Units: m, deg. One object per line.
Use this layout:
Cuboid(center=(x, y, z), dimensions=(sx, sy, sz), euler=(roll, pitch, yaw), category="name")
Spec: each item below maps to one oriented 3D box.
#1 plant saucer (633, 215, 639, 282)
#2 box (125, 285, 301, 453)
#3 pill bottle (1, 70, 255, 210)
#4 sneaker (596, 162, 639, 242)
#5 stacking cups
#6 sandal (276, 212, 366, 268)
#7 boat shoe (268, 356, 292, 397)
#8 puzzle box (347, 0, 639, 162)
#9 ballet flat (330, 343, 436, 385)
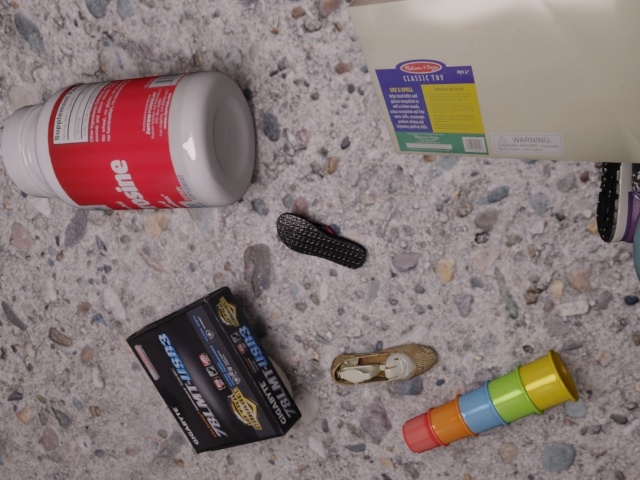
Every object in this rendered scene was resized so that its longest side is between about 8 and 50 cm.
Cuboid(center=(0.625, -0.002, 0.884), dimensions=(0.317, 0.044, 0.318), euler=(1, 113, 3), category="plant saucer")
Cuboid(center=(-0.220, 0.269, 1.213), dimensions=(0.293, 0.073, 0.296), euler=(-26, 95, 38), category="box")
Cuboid(center=(-0.341, -0.168, 1.083), dimensions=(0.407, 0.229, 0.229), euler=(-1, 105, 18), category="pill bottle")
Cuboid(center=(0.501, -0.133, 0.912), dimensions=(0.124, 0.107, 0.283), euler=(1, 113, 7), category="sneaker")
Cuboid(center=(0.288, 0.296, 1.094), dimensions=(0.316, 0.096, 0.096), euler=(-29, 95, 24), category="stacking cups")
Cuboid(center=(0.000, 0.000, 1.132), dimensions=(0.179, 0.040, 0.067), euler=(24, 117, -6), category="sandal")
Cuboid(center=(-0.132, 0.269, 1.233), dimensions=(0.184, 0.066, 0.063), euler=(48, 131, -5), category="boat shoe")
Cuboid(center=(0.257, -0.232, 0.842), dimensions=(0.408, 0.052, 0.272), euler=(8, 141, 33), category="puzzle box")
Cuboid(center=(0.113, 0.242, 1.143), dimensions=(0.206, 0.067, 0.073), euler=(-14, 100, 20), category="ballet flat")
